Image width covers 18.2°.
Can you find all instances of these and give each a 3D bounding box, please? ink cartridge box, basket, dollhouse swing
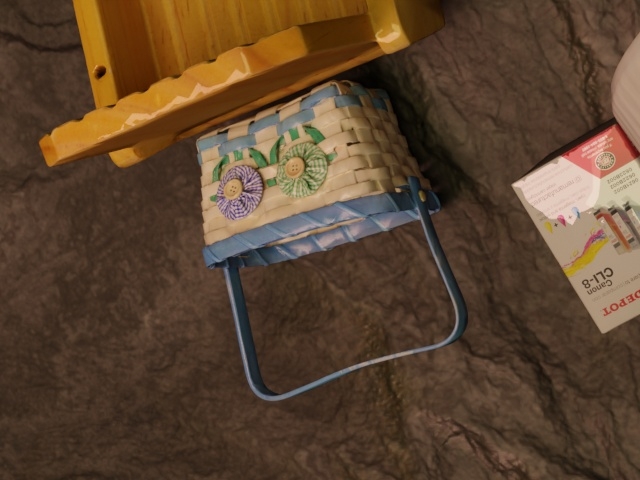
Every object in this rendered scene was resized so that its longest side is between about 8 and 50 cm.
[{"bbox_3d":[0.298,-0.023,1.955,0.128,0.127,0.176,-31,92,27],"label":"ink cartridge box"},{"bbox_3d":[0.000,0.000,2.046,0.255,0.201,0.289,-21,86,26],"label":"basket"},{"bbox_3d":[-0.114,-0.244,1.920,0.347,0.305,0.315,-21,76,27],"label":"dollhouse swing"}]

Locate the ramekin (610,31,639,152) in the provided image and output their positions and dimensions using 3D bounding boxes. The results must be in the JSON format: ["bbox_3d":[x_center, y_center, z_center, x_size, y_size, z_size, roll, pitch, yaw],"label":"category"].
[{"bbox_3d":[0.383,-0.161,1.813,0.127,0.273,0.273,49,118,19],"label":"ramekin"}]
